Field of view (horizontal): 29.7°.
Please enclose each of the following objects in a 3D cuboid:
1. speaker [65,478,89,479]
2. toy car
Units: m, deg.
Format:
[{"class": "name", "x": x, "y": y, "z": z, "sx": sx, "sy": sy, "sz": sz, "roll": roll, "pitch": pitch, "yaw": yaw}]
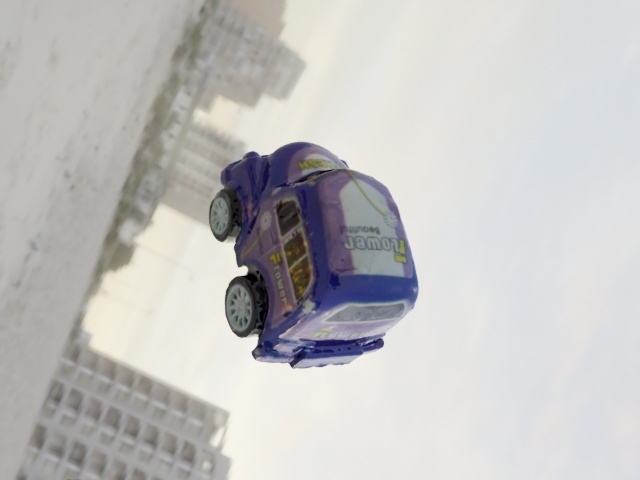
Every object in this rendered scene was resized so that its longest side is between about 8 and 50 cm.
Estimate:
[{"class": "speaker", "x": -0.128, "y": 0.344, "z": 0.927, "sx": 0.184, "sy": 0.232, "sz": 0.254, "roll": -124, "pitch": -132, "yaw": -66}, {"class": "toy car", "x": 0.000, "y": 0.000, "z": 1.217, "sx": 0.158, "sy": 0.172, "sz": 0.235, "roll": -40, "pitch": -121, "yaw": 48}]
